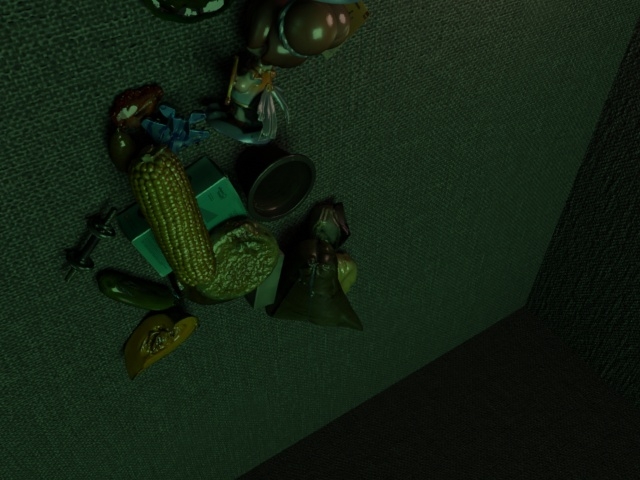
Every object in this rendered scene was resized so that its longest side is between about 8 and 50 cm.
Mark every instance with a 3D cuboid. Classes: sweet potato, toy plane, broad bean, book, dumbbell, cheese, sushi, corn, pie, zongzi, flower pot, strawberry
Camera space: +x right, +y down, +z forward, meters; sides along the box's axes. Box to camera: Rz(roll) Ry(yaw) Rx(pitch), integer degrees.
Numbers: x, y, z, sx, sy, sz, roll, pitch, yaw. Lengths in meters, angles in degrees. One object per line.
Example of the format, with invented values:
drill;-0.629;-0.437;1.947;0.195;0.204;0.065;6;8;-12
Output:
sweet potato;-0.478;-0.199;1.629;0.075;0.075;0.269;-34;154;-11
toy plane;-0.378;-0.249;1.641;0.169;0.078;0.246;7;154;-27
broad bean;-0.275;-0.554;1.451;0.292;0.049;0.144;-18;138;-30
book;0.050;-0.583;1.767;0.172;0.012;0.118;-45;146;6
dumbbell;-0.606;0.012;1.723;0.254;0.081;0.082;-51;144;16
cheese;0.046;0.144;2.477;0.214;0.117;0.226;-45;151;-1
sushi;-0.008;-0.009;2.268;0.109;0.134;0.273;3;145;-26
corn;-0.370;-0.060;1.644;0.144;0.144;0.387;-27;124;-21
pie;-0.247;0.059;1.913;0.277;0.078;0.277;-20;134;-22
zongzi;0.040;0.165;2.252;0.393;0.174;0.356;18;134;-15
flower pot;-0.149;-0.186;1.886;0.235;0.148;0.235;-30;146;-23
strawberry;-0.436;-0.314;1.561;0.152;0.048;0.104;-38;149;0

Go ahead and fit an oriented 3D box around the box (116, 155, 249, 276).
box;-0.379;-0.066;1.823;0.311;0.118;0.205;-36;148;-8

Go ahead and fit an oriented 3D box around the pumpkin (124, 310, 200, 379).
pumpkin;-0.518;0.315;2.138;0.278;0.111;0.163;-51;158;13

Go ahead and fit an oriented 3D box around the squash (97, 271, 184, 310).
squash;-0.530;0.163;1.960;0.087;0.087;0.331;-48;147;10

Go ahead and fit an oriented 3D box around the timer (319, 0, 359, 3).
timer;0.005;-0.630;1.367;0.395;0.395;0.173;-18;139;-30

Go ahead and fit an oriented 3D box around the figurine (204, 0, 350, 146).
figurine;-0.110;-0.424;1.587;0.388;0.248;0.276;-64;179;24

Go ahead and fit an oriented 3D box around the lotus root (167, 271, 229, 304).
lotus root;-0.334;0.094;2.022;0.260;0.149;0.267;-19;136;-30

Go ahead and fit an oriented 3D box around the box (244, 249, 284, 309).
box;-0.205;0.101;2.163;0.086;0.129;0.225;-17;138;-32
